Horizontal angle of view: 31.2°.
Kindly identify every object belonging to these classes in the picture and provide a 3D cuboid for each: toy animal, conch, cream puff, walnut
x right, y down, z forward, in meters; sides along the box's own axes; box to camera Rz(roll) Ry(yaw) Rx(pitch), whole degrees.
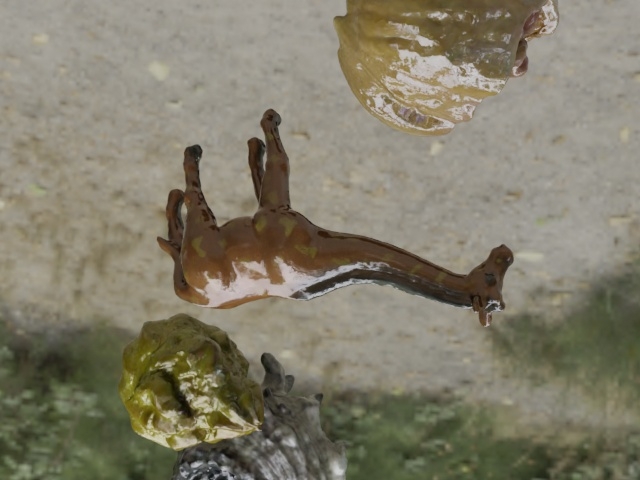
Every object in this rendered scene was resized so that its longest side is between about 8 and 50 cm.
[{"bbox_3d":[0.000,0.000,0.816,0.224,0.230,0.066,-28,147,4],"label":"toy animal"},{"bbox_3d":[-0.063,0.290,1.284,0.240,0.313,0.186,17,-179,25],"label":"conch"},{"bbox_3d":[-0.127,0.148,1.166,0.146,0.146,0.116,17,172,-35],"label":"cream puff"},{"bbox_3d":[0.135,-0.224,1.204,0.204,0.238,0.141,42,-178,-28],"label":"walnut"}]
